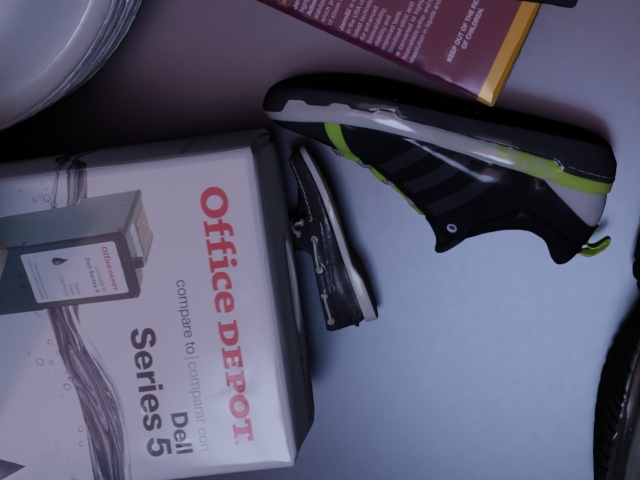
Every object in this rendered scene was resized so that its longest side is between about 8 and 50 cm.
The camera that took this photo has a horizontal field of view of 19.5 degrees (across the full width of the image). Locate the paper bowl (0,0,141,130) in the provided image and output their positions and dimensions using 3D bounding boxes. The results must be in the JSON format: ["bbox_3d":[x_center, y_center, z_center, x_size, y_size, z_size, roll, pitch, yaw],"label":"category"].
[{"bbox_3d":[-0.253,-0.199,1.145,0.284,0.148,0.284,2,103,8],"label":"paper bowl"}]

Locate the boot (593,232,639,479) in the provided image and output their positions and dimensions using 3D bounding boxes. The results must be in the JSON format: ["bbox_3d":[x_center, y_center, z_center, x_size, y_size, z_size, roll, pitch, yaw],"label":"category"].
[{"bbox_3d":[0.268,0.079,1.174,0.161,0.083,0.247,12,105,-1],"label":"boot"}]

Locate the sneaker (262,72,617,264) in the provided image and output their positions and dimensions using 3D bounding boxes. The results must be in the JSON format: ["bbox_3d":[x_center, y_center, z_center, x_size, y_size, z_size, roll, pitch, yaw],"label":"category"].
[{"bbox_3d":[0.072,-0.039,1.168,0.234,0.084,0.097,14,105,4],"label":"sneaker"}]

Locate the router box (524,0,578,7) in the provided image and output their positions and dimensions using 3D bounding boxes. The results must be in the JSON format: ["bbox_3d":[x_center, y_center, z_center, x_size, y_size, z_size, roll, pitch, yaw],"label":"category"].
[{"bbox_3d":[0.011,-0.273,1.059,0.308,0.081,0.243,7,66,3],"label":"router box"}]

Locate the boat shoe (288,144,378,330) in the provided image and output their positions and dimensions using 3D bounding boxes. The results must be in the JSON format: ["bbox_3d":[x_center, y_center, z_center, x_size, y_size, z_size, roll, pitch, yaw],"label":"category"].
[{"bbox_3d":[0.000,0.000,1.207,0.038,0.046,0.125,-20,107,6],"label":"boat shoe"}]

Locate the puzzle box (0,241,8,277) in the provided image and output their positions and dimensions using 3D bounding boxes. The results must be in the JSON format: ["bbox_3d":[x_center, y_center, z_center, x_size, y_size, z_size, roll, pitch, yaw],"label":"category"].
[{"bbox_3d":[-0.352,-0.006,1.110,0.409,0.052,0.272,42,128,27],"label":"puzzle box"}]

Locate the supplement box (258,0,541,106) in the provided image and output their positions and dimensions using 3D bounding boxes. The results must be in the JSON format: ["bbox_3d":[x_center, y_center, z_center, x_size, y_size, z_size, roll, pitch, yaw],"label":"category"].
[{"bbox_3d":[0.039,-0.161,1.136,0.188,0.104,0.081,25,103,2],"label":"supplement box"}]

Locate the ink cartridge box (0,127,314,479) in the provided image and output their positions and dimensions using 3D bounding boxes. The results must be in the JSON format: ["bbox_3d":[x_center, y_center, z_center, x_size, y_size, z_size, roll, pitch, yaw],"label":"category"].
[{"bbox_3d":[-0.153,0.048,1.150,0.272,0.115,0.198,-8,97,5],"label":"ink cartridge box"}]
